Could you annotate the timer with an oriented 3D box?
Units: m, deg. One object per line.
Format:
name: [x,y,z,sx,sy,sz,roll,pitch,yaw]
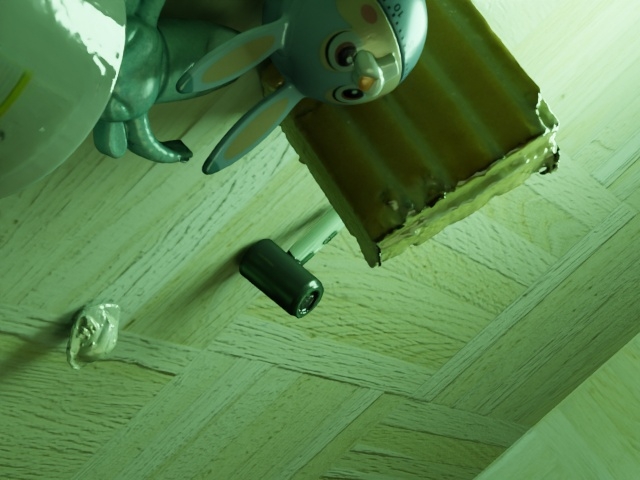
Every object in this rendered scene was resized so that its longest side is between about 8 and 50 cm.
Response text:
timer: [0.001,-0.172,1.283,0.255,0.175,0.175,-59,166,-33]

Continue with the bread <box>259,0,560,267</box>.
bread: [0.091,-0.125,1.430,0.239,0.246,0.111,-33,161,-8]

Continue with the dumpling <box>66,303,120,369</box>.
dumpling: [-0.261,0.109,1.582,0.076,0.052,0.057,-28,165,3]

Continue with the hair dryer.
hair dryer: [0.000,0.000,1.706,0.198,0.100,0.057,-45,156,-18]

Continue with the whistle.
whistle: [-0.172,-0.159,1.231,0.274,0.093,0.186,-12,118,-46]

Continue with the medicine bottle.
medicine bottle: [-0.284,-0.163,0.922,0.238,0.238,0.232,-41,153,7]
